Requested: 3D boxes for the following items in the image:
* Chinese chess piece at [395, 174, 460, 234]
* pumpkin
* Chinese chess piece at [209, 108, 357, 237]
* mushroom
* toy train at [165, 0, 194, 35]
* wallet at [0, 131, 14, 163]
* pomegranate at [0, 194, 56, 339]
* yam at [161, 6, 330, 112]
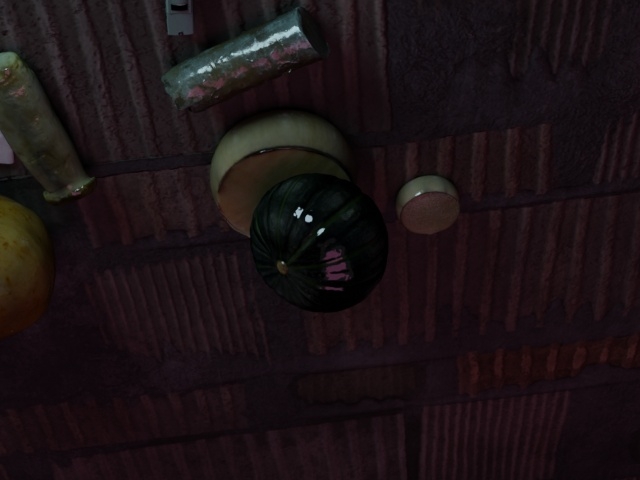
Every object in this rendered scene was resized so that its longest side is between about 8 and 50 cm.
[{"bbox_3d":[0.199,-0.066,2.161,0.122,0.051,0.122,-5,137,-4],"label":"Chinese chess piece"},{"bbox_3d":[0.000,0.000,1.948,0.250,0.216,0.250,12,124,19],"label":"pumpkin"},{"bbox_3d":[-0.064,-0.110,2.028,0.257,0.104,0.257,-5,138,-4],"label":"Chinese chess piece"},{"bbox_3d":[-0.467,-0.177,1.913,0.100,0.081,0.312,-17,134,6],"label":"mushroom"},{"bbox_3d":[-0.212,-0.395,1.726,0.043,0.047,0.207,-4,140,-7],"label":"toy train"},{"bbox_3d":[-0.540,-0.162,1.965,0.044,0.011,0.083,1,139,-10],"label":"wallet"},{"bbox_3d":[-0.603,0.053,2.015,0.307,0.307,0.307,-4,139,-4],"label":"pomegranate"},{"bbox_3d":[-0.121,-0.280,1.840,0.259,0.093,0.093,-22,137,16],"label":"yam"}]
